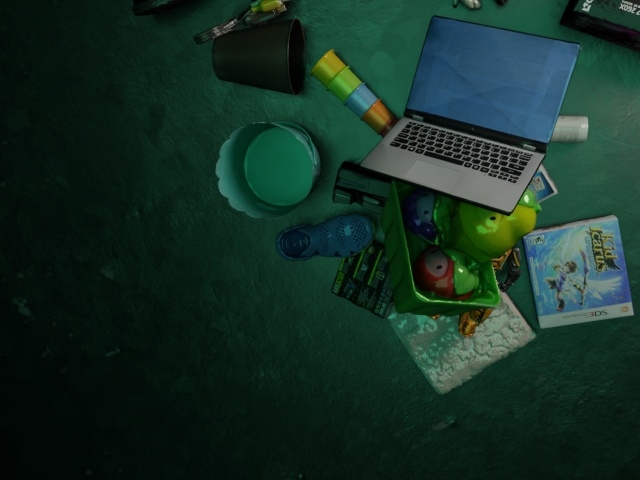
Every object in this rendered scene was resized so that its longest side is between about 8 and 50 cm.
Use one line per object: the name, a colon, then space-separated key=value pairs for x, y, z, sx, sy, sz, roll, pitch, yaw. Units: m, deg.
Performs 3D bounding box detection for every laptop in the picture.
laptop: x=0.350 y=-0.313 z=1.569 sx=0.382 sy=0.408 sz=0.236 roll=20 pitch=137 yaw=24

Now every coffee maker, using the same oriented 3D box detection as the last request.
coffee maker: x=0.137 y=-0.164 z=1.844 sx=0.178 sy=0.120 sz=0.171 roll=18 pitch=79 yaw=8

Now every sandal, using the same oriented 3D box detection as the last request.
sandal: x=0.000 y=0.000 z=1.859 sx=0.317 sy=0.138 sz=0.126 roll=-14 pitch=86 yaw=22

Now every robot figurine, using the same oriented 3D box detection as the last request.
robot figurine: x=0.410 y=0.105 z=1.780 sx=0.211 sy=0.085 sz=0.291 roll=27 pitch=106 yaw=12

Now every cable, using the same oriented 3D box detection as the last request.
cable: x=-0.214 y=-0.614 z=1.785 sx=0.287 sy=0.139 sz=0.072 roll=-19 pitch=119 yaw=-1

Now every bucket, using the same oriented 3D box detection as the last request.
bucket: x=-0.134 y=-0.202 z=1.850 sx=0.281 sy=0.183 sz=0.281 roll=2 pitch=101 yaw=12

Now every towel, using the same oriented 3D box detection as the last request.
towel: x=0.389 y=0.237 z=1.886 sx=0.332 sy=0.053 sz=0.317 roll=-36 pitch=91 yaw=17

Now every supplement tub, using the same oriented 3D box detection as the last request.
supplement tub: x=0.633 y=-0.289 z=1.718 sx=0.107 sy=0.071 sz=0.071 roll=4 pitch=102 yaw=12

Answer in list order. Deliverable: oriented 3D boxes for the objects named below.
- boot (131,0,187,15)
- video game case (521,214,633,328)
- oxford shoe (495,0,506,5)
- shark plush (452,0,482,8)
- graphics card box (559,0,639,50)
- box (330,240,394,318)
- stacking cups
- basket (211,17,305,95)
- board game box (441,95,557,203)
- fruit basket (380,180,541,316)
boot: x=-0.411 y=-0.799 z=1.820 sx=0.348 sy=0.131 sz=0.260 roll=-26 pitch=101 yaw=5
video game case: x=0.691 y=0.088 z=1.783 sx=0.244 sy=0.061 sz=0.270 roll=-11 pitch=98 yaw=14
oxford shoe: x=0.455 y=-0.715 z=1.671 sx=0.096 sy=0.083 sz=0.227 roll=-12 pitch=99 yaw=10
shark plush: x=0.374 y=-0.680 z=1.727 sx=0.067 sy=0.073 sz=0.161 roll=-11 pitch=77 yaw=-5
graphics card box: x=0.770 y=-0.507 z=1.561 sx=0.371 sy=0.233 sz=0.094 roll=23 pitch=105 yaw=7
box: x=0.141 y=0.101 z=1.896 sx=0.184 sy=0.045 sz=0.191 roll=25 pitch=106 yaw=26
stacking cups: x=0.114 y=-0.381 z=1.818 sx=0.316 sy=0.096 sz=0.096 roll=44 pitch=107 yaw=-4
basket: x=-0.171 y=-0.506 z=1.820 sx=0.226 sy=0.154 sz=0.204 roll=6 pitch=106 yaw=15
board game box: x=0.459 y=-0.207 z=1.739 sx=0.193 sy=0.053 sz=0.305 roll=-30 pitch=104 yaw=25
fruit basket: x=0.333 y=-0.016 z=1.618 sx=0.283 sy=0.392 sz=0.392 roll=6 pitch=104 yaw=-23
